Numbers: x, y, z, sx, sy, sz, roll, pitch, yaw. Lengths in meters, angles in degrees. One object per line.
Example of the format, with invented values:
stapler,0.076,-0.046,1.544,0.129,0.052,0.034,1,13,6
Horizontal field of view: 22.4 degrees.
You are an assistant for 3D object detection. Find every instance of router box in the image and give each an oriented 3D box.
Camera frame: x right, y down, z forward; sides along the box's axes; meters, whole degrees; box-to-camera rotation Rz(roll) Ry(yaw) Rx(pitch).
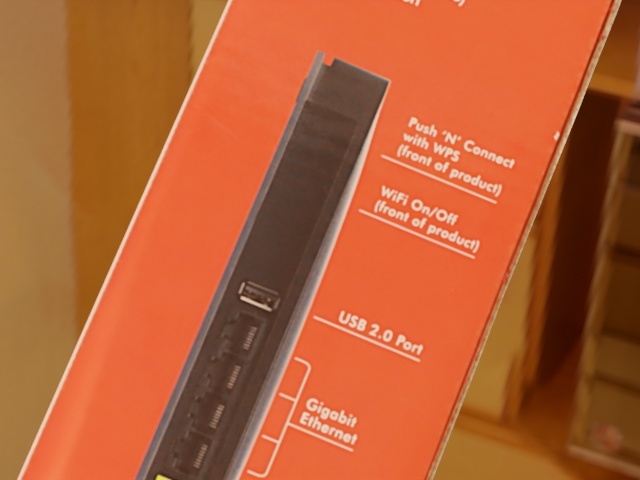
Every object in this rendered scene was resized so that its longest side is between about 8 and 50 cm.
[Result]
router box,0.000,0.000,0.504,0.335,0.082,0.301,113,180,-81
